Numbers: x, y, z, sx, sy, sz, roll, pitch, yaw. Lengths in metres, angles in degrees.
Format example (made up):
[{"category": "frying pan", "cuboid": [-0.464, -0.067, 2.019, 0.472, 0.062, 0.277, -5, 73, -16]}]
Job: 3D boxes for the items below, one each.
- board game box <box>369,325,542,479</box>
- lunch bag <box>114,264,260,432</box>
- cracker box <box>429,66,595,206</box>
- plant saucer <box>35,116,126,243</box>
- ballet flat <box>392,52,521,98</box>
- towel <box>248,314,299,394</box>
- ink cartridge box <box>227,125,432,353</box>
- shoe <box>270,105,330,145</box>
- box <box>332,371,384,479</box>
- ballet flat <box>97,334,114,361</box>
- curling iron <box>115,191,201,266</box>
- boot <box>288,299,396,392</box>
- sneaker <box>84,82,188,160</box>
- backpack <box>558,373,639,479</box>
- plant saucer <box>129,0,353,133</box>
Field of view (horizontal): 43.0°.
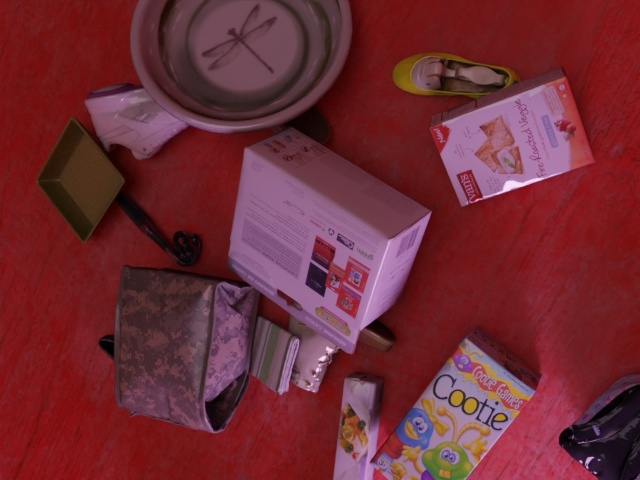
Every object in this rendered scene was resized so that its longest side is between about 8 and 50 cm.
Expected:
[{"category": "board game box", "cuboid": [0.232, 0.303, 1.382, 0.144, 0.142, 0.275, 37, 103, 15]}, {"category": "lunch bag", "cuboid": [-0.258, 0.204, 1.527, 0.235, 0.169, 0.287, 7, 88, 29]}, {"category": "cracker box", "cuboid": [0.316, -0.169, 1.351, 0.232, 0.067, 0.156, -19, 111, 19]}, {"category": "plant saucer", "cuboid": [-0.477, -0.123, 1.651, 0.188, 0.045, 0.188, 49, 119, 15]}, {"category": "ballet flat", "cuboid": [0.229, -0.286, 1.401, 0.230, 0.077, 0.077, 12, 95, 19]}, {"category": "towel", "cuboid": [-0.098, 0.209, 1.524, 0.152, 0.023, 0.113, 23, 99, 51]}, {"category": "ink cartridge box", "cuboid": [0.000, 0.000, 1.412, 0.309, 0.130, 0.272, 34, 131, 23]}, {"category": "shoe", "cuboid": [-0.072, -0.242, 1.525, 0.219, 0.058, 0.076, 36, 72, 11]}, {"category": "box", "cuboid": [0.063, 0.406, 1.485, 0.063, 0.067, 0.324, 8, 95, 20]}, {"category": "ballet flat", "cuboid": [-0.384, 0.254, 1.645, 0.173, 0.049, 0.057, 35, 103, 15]}, {"category": "curling iron", "cuboid": [-0.342, -0.041, 1.634, 0.274, 0.035, 0.068, 36, 81, 20]}, {"category": "boot", "cuboid": [0.023, 0.204, 1.487, 0.213, 0.077, 0.165, 21, 97, 25]}, {"category": "sneaker", "cuboid": [-0.307, -0.239, 1.592, 0.305, 0.114, 0.152, -2, 111, 18]}, {"category": "backpack", "cuboid": [0.491, 0.298, 1.307, 0.152, 0.115, 0.182, 39, 102, 2]}, {"category": "plant saucer", "cuboid": [-0.139, -0.364, 1.478, 0.400, 0.100, 0.401, -1, 73, 5]}]
